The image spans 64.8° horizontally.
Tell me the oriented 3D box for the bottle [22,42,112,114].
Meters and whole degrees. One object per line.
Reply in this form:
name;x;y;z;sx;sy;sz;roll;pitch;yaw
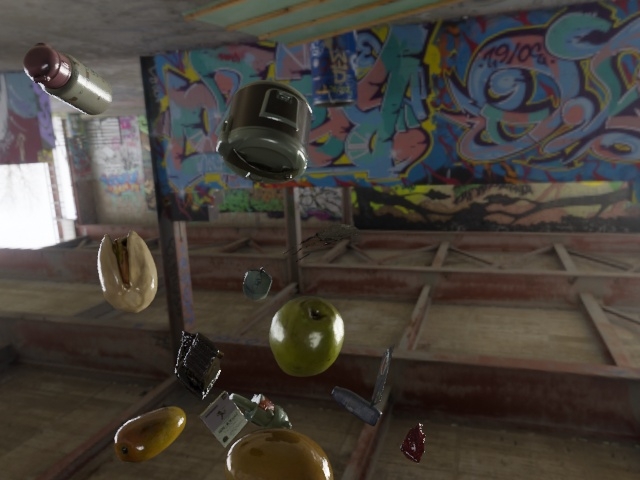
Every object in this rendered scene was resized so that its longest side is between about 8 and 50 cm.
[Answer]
bottle;-0.626;-0.398;1.249;0.110;0.110;0.233;-1;174;10

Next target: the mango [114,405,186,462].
mango;-0.696;0.796;2.100;0.211;0.173;0.317;-21;-179;45

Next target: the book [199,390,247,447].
book;-0.351;0.654;1.846;0.014;0.181;0.127;8;-138;48

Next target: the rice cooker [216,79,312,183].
rice cooker;-0.199;-0.386;1.864;0.335;0.325;0.335;6;156;3

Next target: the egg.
egg;-0.121;0.676;1.460;0.323;0.250;0.250;18;-167;2

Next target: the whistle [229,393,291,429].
whistle;-0.206;0.600;1.766;0.253;0.101;0.105;33;-151;-17

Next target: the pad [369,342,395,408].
pad;0.251;0.552;2.058;0.006;0.245;0.170;21;152;0

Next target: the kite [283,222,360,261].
kite;0.000;0.000;1.768;0.285;0.015;0.152;-29;-153;-29

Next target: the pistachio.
pistachio;-0.672;0.109;1.770;0.188;0.299;0.187;-15;154;-7

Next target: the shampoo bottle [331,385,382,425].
shampoo bottle;0.156;0.729;2.238;0.234;0.087;0.049;29;-163;18

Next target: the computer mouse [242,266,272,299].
computer mouse;-0.270;0.195;2.133;0.113;0.229;0.068;18;-129;-4

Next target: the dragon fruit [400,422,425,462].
dragon fruit;0.364;0.759;1.893;0.063;0.097;0.131;17;-114;41

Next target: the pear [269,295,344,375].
pear;-0.045;0.325;1.687;0.253;0.307;0.253;5;-136;-5

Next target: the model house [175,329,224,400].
model house;-0.323;0.300;1.319;0.165;0.152;0.106;34;-139;20
